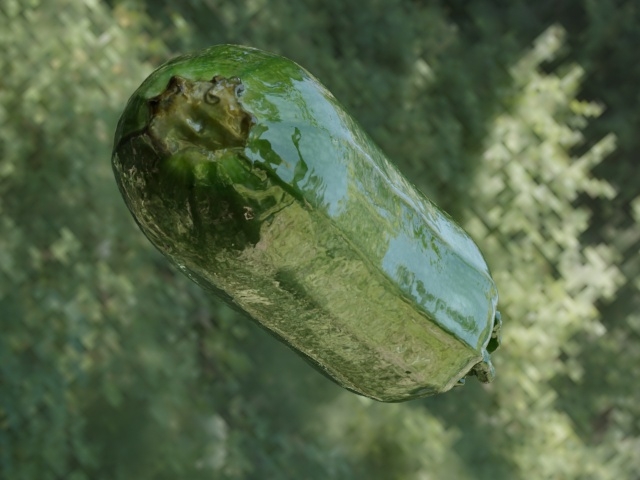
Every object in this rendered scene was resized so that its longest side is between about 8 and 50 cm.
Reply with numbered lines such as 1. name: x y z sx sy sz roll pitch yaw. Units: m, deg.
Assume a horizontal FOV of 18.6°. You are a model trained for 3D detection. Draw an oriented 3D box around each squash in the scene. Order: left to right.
1. squash: 0.000 0.000 0.605 0.077 0.068 0.219 7 -17 30
